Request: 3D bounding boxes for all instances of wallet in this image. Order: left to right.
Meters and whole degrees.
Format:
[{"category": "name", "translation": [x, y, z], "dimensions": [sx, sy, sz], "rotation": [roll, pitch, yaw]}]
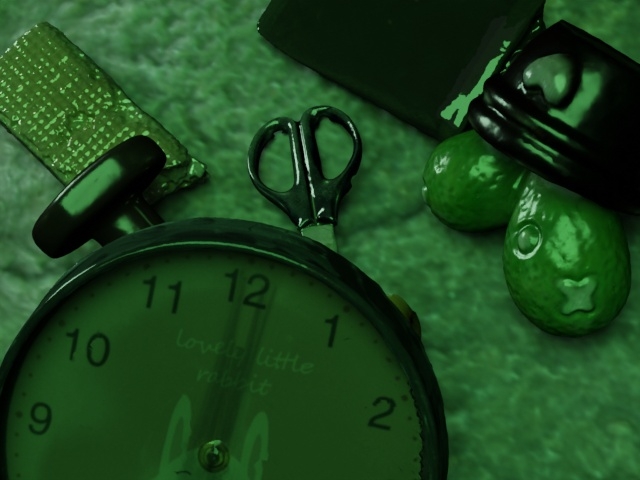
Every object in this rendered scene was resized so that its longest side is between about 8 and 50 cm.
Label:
[{"category": "wallet", "translation": [0.074, -0.205, 1.586], "dimensions": [0.245, 0.052, 0.169], "rotation": [31, 79, 25]}]

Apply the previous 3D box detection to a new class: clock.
[{"category": "clock", "translation": [-0.086, 0.175, 1.369], "dimensions": [0.386, 0.076, 0.386], "rotation": [1, 99, 5]}]

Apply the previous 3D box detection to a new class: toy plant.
[{"category": "toy plant", "translation": [0.203, -0.054, 1.450], "dimensions": [0.218, 0.175, 0.235], "rotation": [38, 109, 28]}]

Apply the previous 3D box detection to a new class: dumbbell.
[{"category": "dumbbell", "translation": [-0.132, 0.028, 1.465], "dimensions": [0.140, 0.124, 0.225], "rotation": [-41, 88, -5]}]

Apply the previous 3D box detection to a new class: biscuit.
[{"category": "biscuit", "translation": [-0.221, -0.104, 1.598], "dimensions": [0.108, 0.062, 0.239], "rotation": [-44, 69, -6]}]

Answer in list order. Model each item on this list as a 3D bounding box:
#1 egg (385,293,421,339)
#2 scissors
[{"category": "egg", "translation": [0.051, 0.088, 1.467], "dimensions": [0.071, 0.071, 0.083], "rotation": [3, 51, 12]}, {"category": "scissors", "translation": [0.000, 0.000, 1.499], "dimensions": [0.109, 0.022, 0.300], "rotation": [-15, 54, 7]}]
